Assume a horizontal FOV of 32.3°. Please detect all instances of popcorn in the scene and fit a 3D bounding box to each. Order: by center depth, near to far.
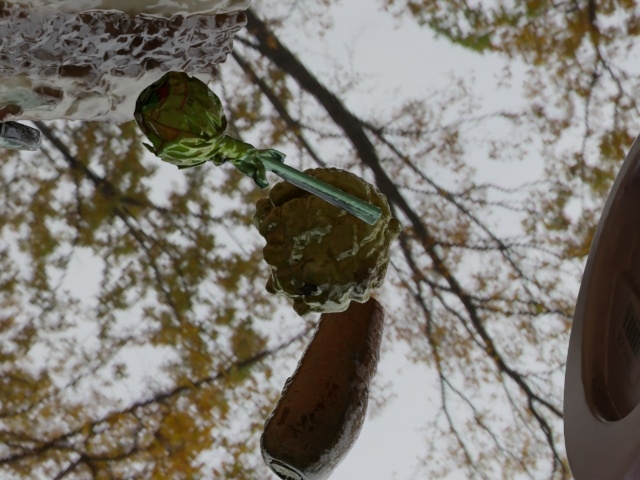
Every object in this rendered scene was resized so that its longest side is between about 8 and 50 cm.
[{"bbox_3d":[0.003,0.003,1.257,0.173,0.173,0.142,-44,-146,-7],"label":"popcorn"}]

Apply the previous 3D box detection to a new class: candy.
[{"bbox_3d":[-0.050,-0.068,0.991,0.073,0.262,0.077,-40,-142,36],"label":"candy"}]

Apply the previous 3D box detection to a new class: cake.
[{"bbox_3d":[-0.216,-0.282,0.980,0.290,0.256,0.282,-51,-126,44],"label":"cake"}]

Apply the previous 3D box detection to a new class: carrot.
[{"bbox_3d":[0.013,0.216,1.633,0.139,0.139,0.302,-1,-125,37],"label":"carrot"}]

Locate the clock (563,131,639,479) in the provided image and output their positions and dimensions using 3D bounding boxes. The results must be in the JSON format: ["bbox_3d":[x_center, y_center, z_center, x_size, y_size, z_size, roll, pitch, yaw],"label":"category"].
[{"bbox_3d":[0.260,0.046,0.747,0.113,0.322,0.295,12,-162,-4],"label":"clock"}]

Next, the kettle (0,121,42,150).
[{"bbox_3d":[-0.525,-0.173,1.647,0.236,0.221,0.161,180,-80,-73],"label":"kettle"}]
